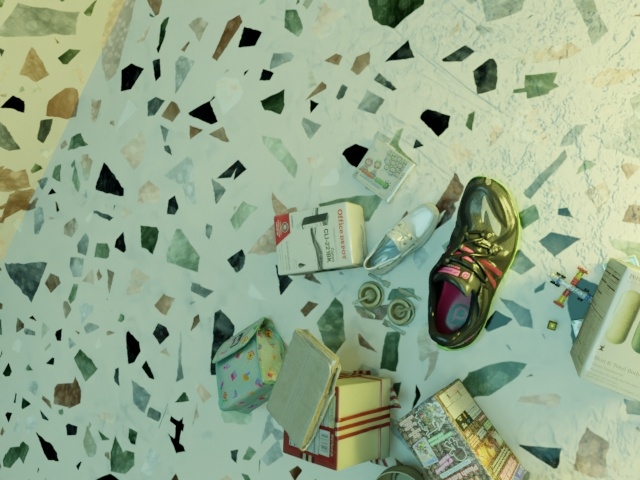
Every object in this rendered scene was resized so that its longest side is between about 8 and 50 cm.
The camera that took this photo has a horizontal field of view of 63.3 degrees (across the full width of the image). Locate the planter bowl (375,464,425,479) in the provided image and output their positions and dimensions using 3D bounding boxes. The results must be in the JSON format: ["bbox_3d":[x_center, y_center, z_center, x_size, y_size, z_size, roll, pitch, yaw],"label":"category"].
[{"bbox_3d":[0.235,0.705,1.467,0.162,0.109,0.162,3,97,22],"label":"planter bowl"}]

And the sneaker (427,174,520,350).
[{"bbox_3d":[0.399,0.067,1.369,0.185,0.202,0.483,13,93,28],"label":"sneaker"}]

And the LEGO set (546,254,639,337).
[{"bbox_3d":[0.678,0.150,1.291,0.244,0.060,0.183,-16,79,24],"label":"LEGO set"}]

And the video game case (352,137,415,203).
[{"bbox_3d":[0.193,-0.216,1.605,0.157,0.019,0.143,40,106,25],"label":"video game case"}]

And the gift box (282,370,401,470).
[{"bbox_3d":[0.072,0.514,1.488,0.276,0.258,0.255,2,86,44],"label":"gift box"}]

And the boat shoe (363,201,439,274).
[{"bbox_3d":[0.235,0.000,1.524,0.277,0.096,0.098,-49,66,17],"label":"boat shoe"}]

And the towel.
[{"bbox_3d":[-0.048,0.397,1.411,0.187,0.049,0.282,35,109,44],"label":"towel"}]

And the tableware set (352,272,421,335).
[{"bbox_3d":[0.192,0.191,1.569,0.194,0.039,0.128,26,100,27],"label":"tableware set"}]

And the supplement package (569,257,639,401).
[{"bbox_3d":[0.717,0.201,1.163,0.199,0.198,0.263,21,101,18],"label":"supplement package"}]

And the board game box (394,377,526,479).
[{"bbox_3d":[0.365,0.537,1.343,0.141,0.232,0.291,-43,68,21],"label":"board game box"}]

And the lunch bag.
[{"bbox_3d":[-0.238,0.407,1.729,0.223,0.160,0.262,-36,50,26],"label":"lunch bag"}]

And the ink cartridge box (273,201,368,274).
[{"bbox_3d":[0.000,0.000,1.644,0.272,0.114,0.197,-9,82,27],"label":"ink cartridge box"}]
